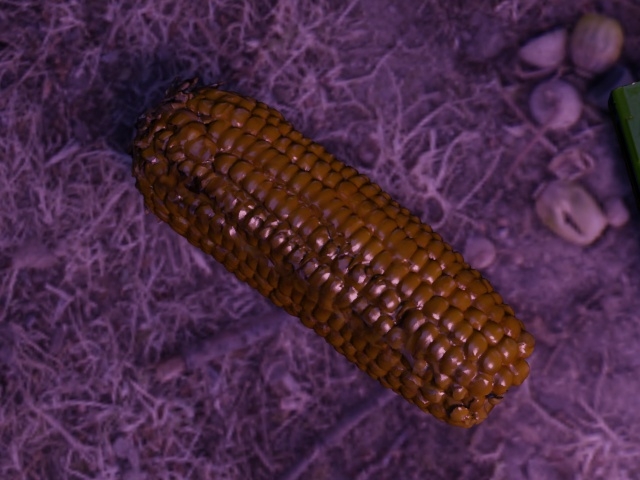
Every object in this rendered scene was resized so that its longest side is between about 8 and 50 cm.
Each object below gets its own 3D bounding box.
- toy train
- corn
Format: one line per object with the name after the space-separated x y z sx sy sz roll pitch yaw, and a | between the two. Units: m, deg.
0.233 -0.001 0.642 0.044 0.042 0.209 -15 79 11 | toy train
0.000 0.000 0.664 0.318 0.115 0.115 35 91 15 | corn
